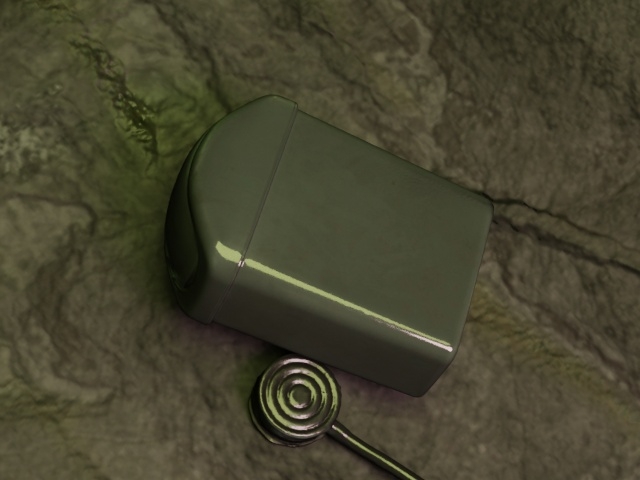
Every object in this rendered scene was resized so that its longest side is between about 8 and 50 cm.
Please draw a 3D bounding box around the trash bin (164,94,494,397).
[{"bbox_3d":[0.000,0.000,1.281,0.236,0.101,0.177,22,53,-6],"label":"trash bin"}]

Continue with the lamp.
[{"bbox_3d":[0.113,0.200,1.235,0.130,0.108,0.371,-40,82,-22],"label":"lamp"}]
